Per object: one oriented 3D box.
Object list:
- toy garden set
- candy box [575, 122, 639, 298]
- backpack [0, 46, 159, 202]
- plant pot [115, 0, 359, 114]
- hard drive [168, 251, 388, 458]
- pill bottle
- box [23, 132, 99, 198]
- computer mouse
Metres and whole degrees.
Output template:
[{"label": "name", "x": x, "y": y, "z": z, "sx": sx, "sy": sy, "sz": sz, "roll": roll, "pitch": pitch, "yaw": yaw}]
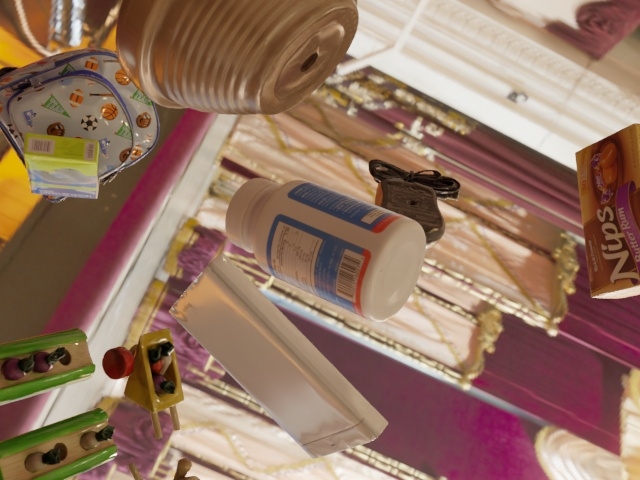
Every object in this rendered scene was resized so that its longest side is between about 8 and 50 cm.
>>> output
[{"label": "toy garden set", "x": -0.154, "y": 0.183, "z": 0.599, "sx": 0.049, "sy": 0.244, "sz": 0.204, "roll": -21, "pitch": 173, "yaw": 26}, {"label": "candy box", "x": 0.362, "y": -0.031, "z": 0.902, "sx": 0.109, "sy": 0.053, "sz": 0.186, "roll": 149, "pitch": -58, "yaw": -67}, {"label": "backpack", "x": -0.431, "y": -0.222, "z": 1.382, "sx": 0.263, "sy": 0.276, "sz": 0.213, "roll": -32, "pitch": -148, "yaw": -15}, {"label": "plant pot", "x": -0.046, "y": -0.186, "z": 0.652, "sx": 0.237, "sy": 0.110, "sz": 0.237, "roll": -41, "pitch": 167, "yaw": -12}, {"label": "hard drive", "x": -0.079, "y": 0.194, "z": 1.212, "sx": 0.047, "sy": 0.353, "sz": 0.233, "roll": -44, "pitch": -178, "yaw": -33}, {"label": "pill bottle", "x": 0.000, "y": 0.000, "z": 0.896, "sx": 0.124, "sy": 0.222, "sz": 0.124, "roll": -36, "pitch": 138, "yaw": -41}, {"label": "box", "x": -0.410, "y": -0.112, "z": 1.224, "sx": 0.178, "sy": 0.109, "sz": 0.042, "roll": 131, "pitch": -38, "yaw": -66}, {"label": "computer mouse", "x": 0.168, "y": -0.051, "z": 1.422, "sx": 0.272, "sy": 0.189, "sz": 0.072, "roll": -78, "pitch": -178, "yaw": -58}]
